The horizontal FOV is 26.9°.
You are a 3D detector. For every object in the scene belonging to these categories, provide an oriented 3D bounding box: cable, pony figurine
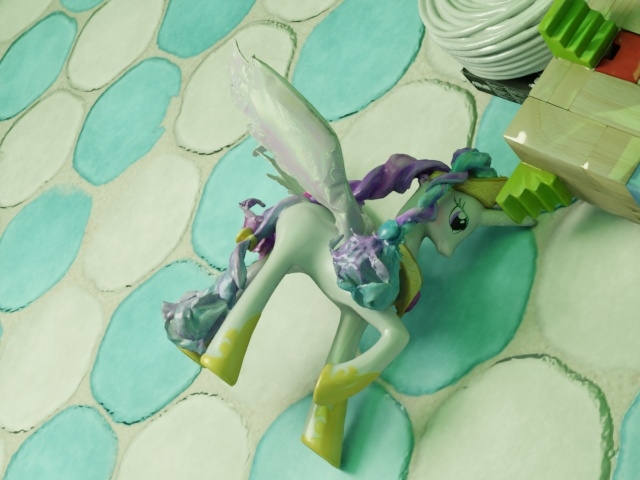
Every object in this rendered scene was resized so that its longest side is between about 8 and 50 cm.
[{"bbox_3d":[0.230,-0.297,1.472,0.257,0.089,0.257,-46,36,7],"label":"cable"},{"bbox_3d":[0.000,0.000,1.423,0.351,0.303,0.363,34,81,19],"label":"pony figurine"}]

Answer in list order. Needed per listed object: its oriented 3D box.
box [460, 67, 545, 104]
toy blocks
[{"bbox_3d":[0.273,-0.228,1.478,0.184,0.045,0.191,-52,38,-6],"label":"box"},{"bbox_3d":[0.362,-0.150,1.250,0.261,0.191,0.381,28,81,40],"label":"toy blocks"}]
